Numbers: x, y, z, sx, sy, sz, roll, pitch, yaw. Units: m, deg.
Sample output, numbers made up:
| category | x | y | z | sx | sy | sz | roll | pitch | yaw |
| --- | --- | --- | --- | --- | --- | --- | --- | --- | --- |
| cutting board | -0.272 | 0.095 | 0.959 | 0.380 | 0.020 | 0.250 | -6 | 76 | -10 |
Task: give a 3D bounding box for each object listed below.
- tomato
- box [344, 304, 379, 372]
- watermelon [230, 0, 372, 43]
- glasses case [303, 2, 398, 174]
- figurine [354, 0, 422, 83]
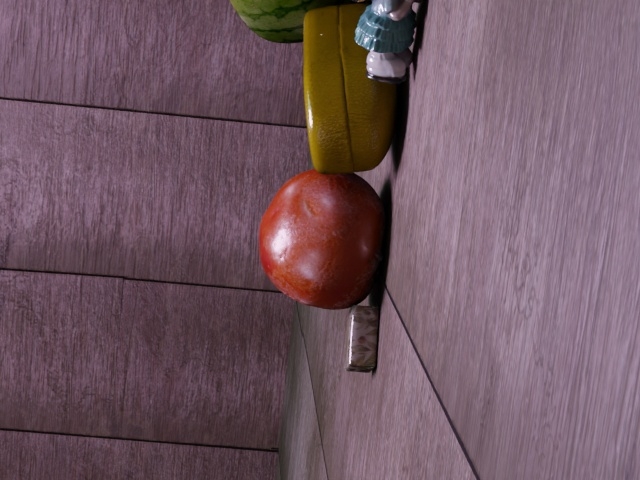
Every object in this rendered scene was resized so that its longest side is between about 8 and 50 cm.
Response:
| category | x | y | z | sx | sy | sz | roll | pitch | yaw |
| --- | --- | --- | --- | --- | --- | --- | --- | --- | --- |
| tomato | 0.001 | -0.004 | 2.070 | 0.232 | 0.188 | 0.232 | -173 | 90 | -83 |
| box | 0.061 | 0.147 | 2.031 | 0.062 | 0.045 | 0.098 | 115 | 159 | -76 |
| watermelon | 0.009 | -0.464 | 2.244 | 0.189 | 0.330 | 0.331 | 29 | 120 | 43 |
| glasses case | 0.048 | -0.251 | 2.067 | 0.371 | 0.141 | 0.173 | -92 | -6 | -57 |
| figurine | 0.095 | -0.346 | 1.851 | 0.138 | 0.110 | 0.246 | -61 | -23 | -53 |
